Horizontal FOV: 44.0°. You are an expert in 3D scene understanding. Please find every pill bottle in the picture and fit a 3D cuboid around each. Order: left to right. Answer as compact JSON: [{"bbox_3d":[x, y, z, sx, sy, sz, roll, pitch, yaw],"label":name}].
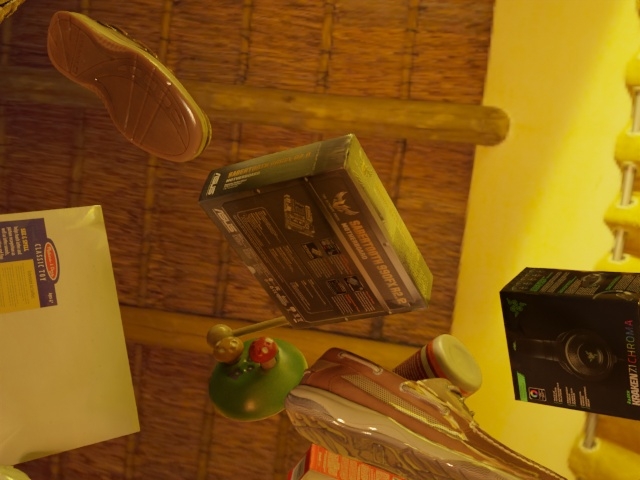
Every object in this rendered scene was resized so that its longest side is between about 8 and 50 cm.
[{"bbox_3d":[0.131,0.197,1.047,0.086,0.086,0.152,26,-56,-38],"label":"pill bottle"}]

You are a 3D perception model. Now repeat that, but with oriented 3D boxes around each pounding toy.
[{"bbox_3d":[-0.127,0.198,1.412,0.183,0.237,0.110,-17,-54,0],"label":"pounding toy"}]

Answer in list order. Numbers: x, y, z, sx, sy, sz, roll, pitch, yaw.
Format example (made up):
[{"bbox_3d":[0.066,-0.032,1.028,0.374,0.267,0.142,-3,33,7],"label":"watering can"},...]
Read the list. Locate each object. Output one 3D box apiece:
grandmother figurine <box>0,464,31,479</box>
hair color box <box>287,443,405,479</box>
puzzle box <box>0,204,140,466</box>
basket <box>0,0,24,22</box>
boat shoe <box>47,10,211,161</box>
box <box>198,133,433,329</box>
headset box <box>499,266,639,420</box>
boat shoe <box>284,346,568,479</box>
[{"bbox_3d":[-0.584,0.420,1.265,0.104,0.343,0.207,57,-147,-31],"label":"grandmother figurine"},{"bbox_3d":[0.040,0.388,1.237,0.167,0.053,0.093,25,-53,-11],"label":"hair color box"},{"bbox_3d":[-0.470,0.152,1.329,0.272,0.052,0.408,-8,-95,-33],"label":"puzzle box"},{"bbox_3d":[-0.390,-0.223,0.601,0.299,0.223,0.213,-60,-45,-61],"label":"basket"},{"bbox_3d":[-0.263,-0.236,1.180,0.123,0.342,0.123,-14,-46,-53],"label":"boat shoe"},{"bbox_3d":[0.000,0.000,0.895,0.231,0.183,0.056,56,-146,-36],"label":"box"},{"bbox_3d":[0.494,0.189,1.517,0.131,0.283,0.246,-30,-64,-46],"label":"headset box"},{"bbox_3d":[0.122,0.206,0.877,0.123,0.325,0.116,92,-156,-55],"label":"boat shoe"}]
